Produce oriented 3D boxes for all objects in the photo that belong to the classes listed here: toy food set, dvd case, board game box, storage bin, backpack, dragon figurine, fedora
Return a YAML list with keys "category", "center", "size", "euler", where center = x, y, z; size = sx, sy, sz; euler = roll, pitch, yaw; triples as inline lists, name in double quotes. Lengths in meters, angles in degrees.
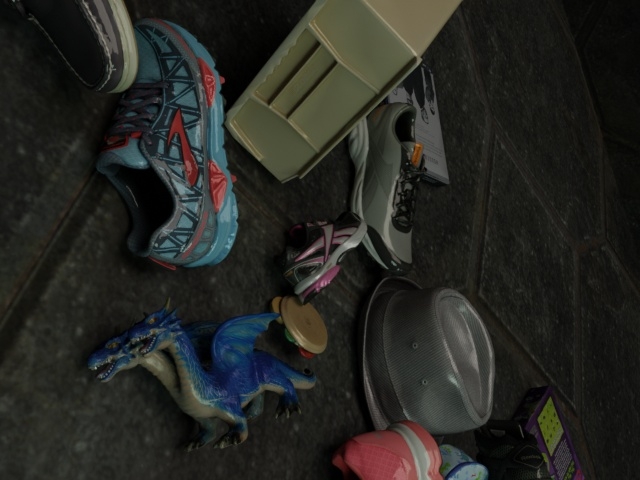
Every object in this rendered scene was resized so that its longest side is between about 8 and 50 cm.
- category: "toy food set"
  center: [-0.022, 0.102, 0.798]
  size: [0.083, 0.020, 0.083]
  euler: [8, 49, -60]
- category: "dvd case"
  center: [0.158, -0.225, 1.172]
  size: [0.179, 0.029, 0.239]
  euler: [14, 66, -49]
- category: "board game box"
  center: [0.376, 0.428, 1.176]
  size: [0.347, 0.056, 0.208]
  euler: [-27, 94, -53]
- category: "storage bin"
  center: [0.035, -0.233, 0.833]
  size: [0.123, 0.260, 0.262]
  euler: [43, 43, -9]
- category: "backpack"
  center: [0.172, 0.337, 0.878]
  size: [0.105, 0.084, 0.114]
  euler: [30, 87, -42]
- category: "dragon figurine"
  center: [-0.086, 0.117, 0.669]
  size: [0.289, 0.085, 0.144]
  euler: [-10, 85, -52]
- category: "fedora"
  center: [0.165, 0.176, 0.937]
  size: [0.243, 0.124, 0.276]
  euler: [6, 71, -51]

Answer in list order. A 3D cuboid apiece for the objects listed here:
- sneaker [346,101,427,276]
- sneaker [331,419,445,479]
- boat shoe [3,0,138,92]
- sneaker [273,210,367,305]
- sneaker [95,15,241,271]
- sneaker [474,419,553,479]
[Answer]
- category: "sneaker"
  center: [0.106, -0.082, 0.982]
  size: [0.100, 0.108, 0.272]
  euler: [14, 66, -51]
- category: "sneaker"
  center: [0.071, 0.376, 0.776]
  size: [0.136, 0.116, 0.314]
  euler: [4, 73, -30]
- category: "boat shoe"
  center: [-0.266, -0.251, 0.581]
  size: [0.092, 0.103, 0.285]
  euler: [-37, 102, -47]
- category: "sneaker"
  center: [0.000, 0.000, 0.846]
  size: [0.077, 0.072, 0.178]
  euler: [46, 32, -6]
- category: "sneaker"
  center: [-0.158, -0.100, 0.651]
  size: [0.125, 0.104, 0.262]
  euler: [-9, 83, -51]
- category: "sneaker"
  center: [0.258, 0.337, 0.949]
  size: [0.087, 0.227, 0.130]
  euler: [-1, 53, -7]
